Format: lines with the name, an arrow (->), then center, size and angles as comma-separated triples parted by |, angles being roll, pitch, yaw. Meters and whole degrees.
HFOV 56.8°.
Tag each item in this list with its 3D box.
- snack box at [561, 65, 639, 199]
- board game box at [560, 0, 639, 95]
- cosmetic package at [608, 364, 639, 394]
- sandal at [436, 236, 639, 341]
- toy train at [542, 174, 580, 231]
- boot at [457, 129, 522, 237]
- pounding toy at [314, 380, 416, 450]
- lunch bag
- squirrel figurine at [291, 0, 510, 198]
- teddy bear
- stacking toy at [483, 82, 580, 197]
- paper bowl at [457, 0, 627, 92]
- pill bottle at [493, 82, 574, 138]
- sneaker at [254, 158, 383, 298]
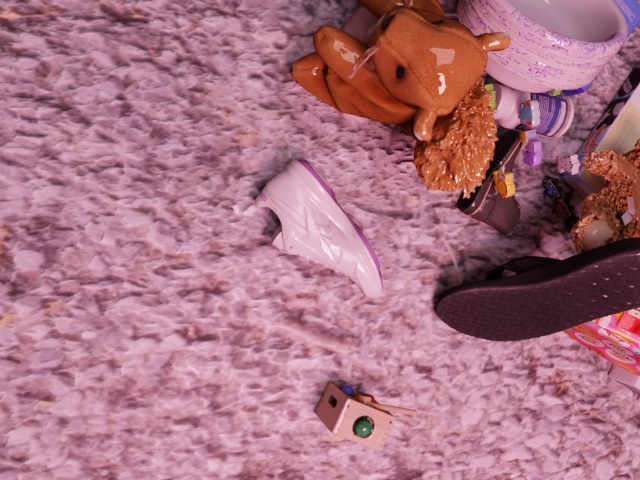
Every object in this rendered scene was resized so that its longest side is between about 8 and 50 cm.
snack box -> 0.703, -0.212, 1.333 | 0.187, 0.060, 0.322 | 38, 83, -15
board game box -> 0.488, -0.508, 1.233 | 0.347, 0.078, 0.233 | 42, 82, -16
cosmetic package -> 0.808, 0.329, 1.397 | 0.231, 0.085, 0.117 | 32, 85, -19
sandal -> 0.436, 0.092, 1.133 | 0.167, 0.446, 0.107 | 51, 41, -24
toy train -> 0.534, -0.077, 1.309 | 0.036, 0.027, 0.158 | -37, 105, -1
boot -> 0.390, -0.117, 1.243 | 0.137, 0.077, 0.197 | 31, 97, -23
pounding toy -> 0.084, 0.330, 1.136 | 0.130, 0.141, 0.100 | 26, 86, -18
lunch bag -> 0.653, 0.196, 1.213 | 0.293, 0.258, 0.120 | 29, 84, 7
squirrel figurine -> 0.182, -0.268, 0.988 | 0.397, 0.370, 0.281 | 41, 94, -25
teddy bear -> 0.586, -0.061, 1.184 | 0.245, 0.113, 0.337 | 33, 65, -23
stacking toy -> 0.411, -0.210, 1.154 | 0.167, 0.052, 0.221 | -16, 106, -13
paper bowl -> 0.380, -0.381, 1.062 | 0.284, 0.148, 0.284 | 9, 55, -13
pill bottle -> 0.425, -0.271, 1.223 | 0.170, 0.094, 0.094 | 9, 91, -18
sneaker -> 0.000, 0.000, 1.116 | 0.152, 0.114, 0.305 | -37, 100, 2
